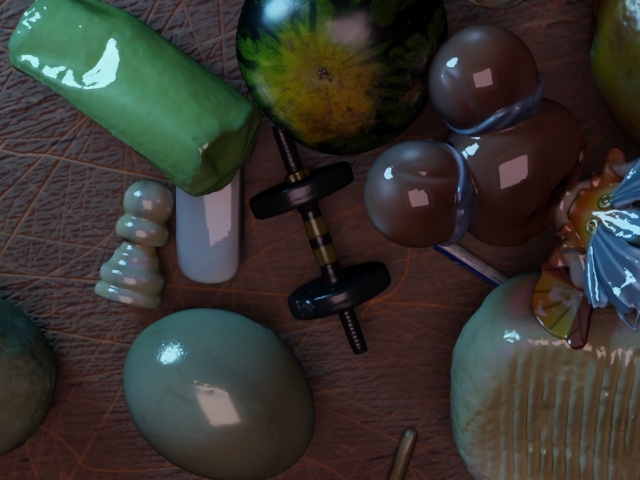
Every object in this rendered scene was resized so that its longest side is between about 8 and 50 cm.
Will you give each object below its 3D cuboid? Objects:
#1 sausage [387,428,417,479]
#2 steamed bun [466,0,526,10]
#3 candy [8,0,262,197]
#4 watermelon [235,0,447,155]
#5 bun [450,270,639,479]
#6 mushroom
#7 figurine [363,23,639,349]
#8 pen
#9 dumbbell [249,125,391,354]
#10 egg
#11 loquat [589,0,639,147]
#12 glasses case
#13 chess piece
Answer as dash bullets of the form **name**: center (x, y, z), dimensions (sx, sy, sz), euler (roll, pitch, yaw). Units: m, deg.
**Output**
- **sausage**: center (0.111, 0.331, 1.514), dimensions (0.024, 0.024, 0.132), euler (16, 101, 0)
- **steamed bun**: center (0.205, -0.434, 1.262), dimensions (0.207, 0.280, 0.268), euler (25, 135, 12)
- **candy**: center (-0.235, -0.194, 1.358), dimensions (0.343, 0.132, 0.142), euler (34, 120, 13)
- **watermelon**: center (0.026, -0.239, 1.304), dimensions (0.269, 0.269, 0.269), euler (1, 100, 3)
- **bun**: center (0.340, 0.195, 1.378), dimensions (0.361, 0.213, 0.361), euler (8, 120, 14)
- **mushroom**: center (-0.479, 0.163, 1.434), dimensions (0.267, 0.189, 0.164), euler (42, 103, -5)
- **figurine**: center (0.272, -0.047, 1.220), dimensions (0.388, 0.248, 0.276), euler (33, 95, 27)
- **pen**: center (0.230, 0.047, 1.456), dimensions (0.204, 0.025, 0.025), euler (33, 100, -3)
- **dumbbell**: center (0.000, 0.000, 1.401), dimensions (0.143, 0.143, 0.325), euler (-20, 99, 7)
- **egg**: center (-0.133, 0.205, 1.408), dimensions (0.269, 0.219, 0.219), euler (24, 101, -6)
- **loquat**: center (0.475, -0.244, 1.247), dimensions (0.328, 0.328, 0.328), euler (1, 100, 3)
- **glasses case**: center (-0.150, -0.058, 1.441), dimensions (0.092, 0.059, 0.233), euler (1, 99, 7)
- **chess piece**: center (-0.249, 0.001, 1.447), dimensions (0.094, 0.094, 0.170), euler (11, 96, 1)
